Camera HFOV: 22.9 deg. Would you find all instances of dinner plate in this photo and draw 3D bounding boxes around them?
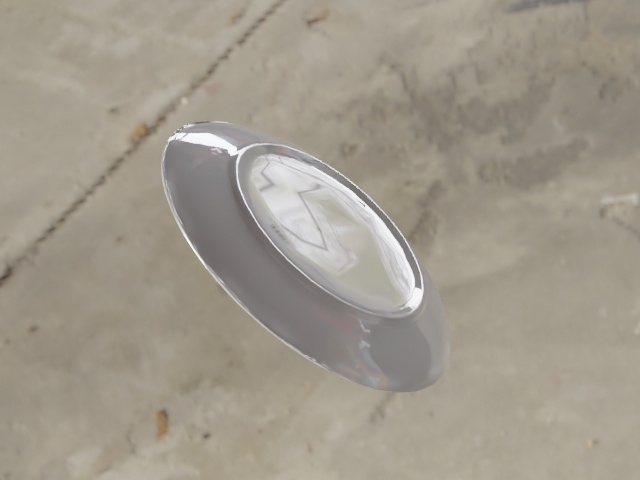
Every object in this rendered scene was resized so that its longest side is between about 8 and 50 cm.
[{"bbox_3d":[0.000,0.000,0.616,0.017,0.141,0.141,-49,29,27],"label":"dinner plate"}]
